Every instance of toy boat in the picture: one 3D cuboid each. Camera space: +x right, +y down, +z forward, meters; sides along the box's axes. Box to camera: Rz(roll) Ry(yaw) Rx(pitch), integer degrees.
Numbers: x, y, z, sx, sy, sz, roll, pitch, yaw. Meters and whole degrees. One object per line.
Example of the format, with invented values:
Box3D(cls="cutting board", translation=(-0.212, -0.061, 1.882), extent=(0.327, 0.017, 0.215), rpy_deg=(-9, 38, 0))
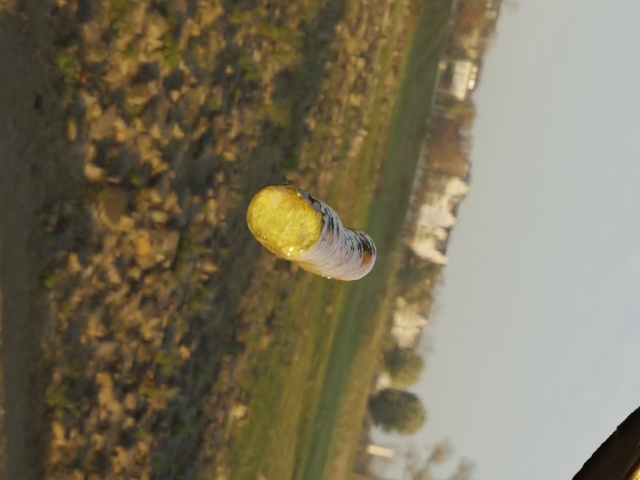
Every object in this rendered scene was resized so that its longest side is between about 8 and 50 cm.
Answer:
Box3D(cls="toy boat", translation=(0.294, 0.210, 0.935), extent=(0.100, 0.097, 0.223), rpy_deg=(-73, -172, -48))

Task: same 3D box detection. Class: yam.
Box3D(cls="yam", translation=(0.000, 0.000, 0.986), extent=(0.299, 0.066, 0.066), rpy_deg=(31, 71, -77))
